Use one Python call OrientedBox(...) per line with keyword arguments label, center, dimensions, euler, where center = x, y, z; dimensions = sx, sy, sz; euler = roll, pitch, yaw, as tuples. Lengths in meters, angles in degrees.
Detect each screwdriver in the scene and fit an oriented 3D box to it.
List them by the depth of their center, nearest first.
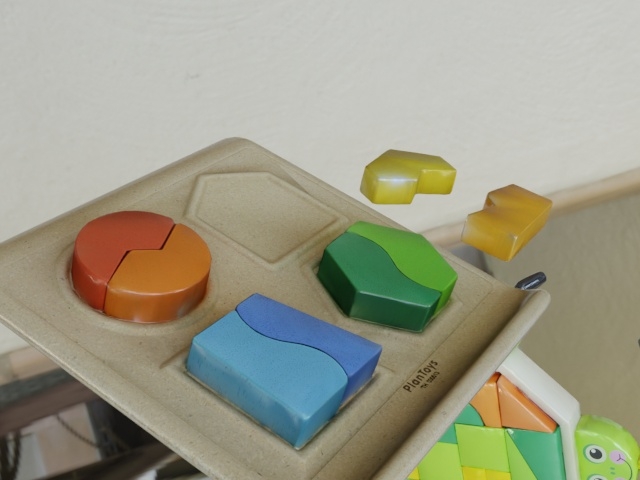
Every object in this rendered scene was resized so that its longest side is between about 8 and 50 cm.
OrientedBox(label="screwdriver", center=(0.263, 0.087, 1.343), dimensions=(0.170, 0.025, 0.024), euler=(-23, -152, -21))

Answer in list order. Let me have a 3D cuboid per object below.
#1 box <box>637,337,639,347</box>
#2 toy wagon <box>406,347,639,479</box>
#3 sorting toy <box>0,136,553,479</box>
OrientedBox(label="box", center=(0.754, 0.252, 1.226), dimensions=(0.297, 0.472, 0.480), euler=(26, 130, -25))
OrientedBox(label="toy wagon", center=(0.163, 0.202, 0.901), dimensions=(0.344, 0.267, 0.068), euler=(0, -157, 31))
OrientedBox(label="sorting toy", center=(0.000, 0.000, 0.477), dimensions=(0.229, 0.041, 0.307), euler=(27, -145, 23))
